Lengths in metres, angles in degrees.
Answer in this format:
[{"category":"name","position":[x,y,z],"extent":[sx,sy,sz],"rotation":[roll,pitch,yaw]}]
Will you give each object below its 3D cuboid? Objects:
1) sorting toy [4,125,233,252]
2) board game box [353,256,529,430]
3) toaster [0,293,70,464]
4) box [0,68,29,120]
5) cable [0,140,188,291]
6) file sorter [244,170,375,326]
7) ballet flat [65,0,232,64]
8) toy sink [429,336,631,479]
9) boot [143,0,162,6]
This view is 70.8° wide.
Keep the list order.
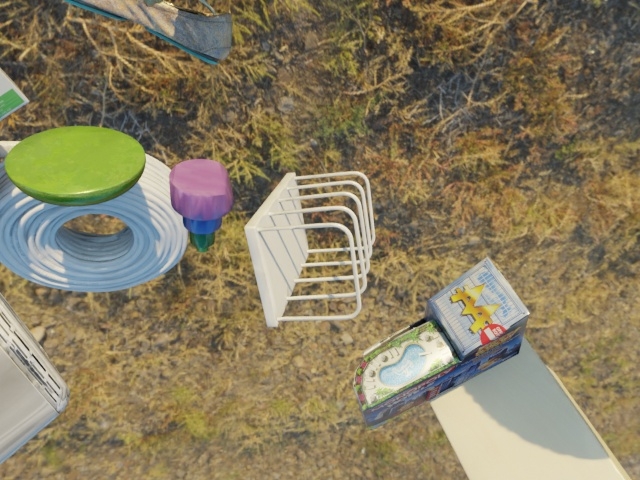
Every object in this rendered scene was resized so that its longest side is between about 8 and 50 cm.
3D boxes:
[{"category":"sorting toy","position":[-0.278,-0.047,0.491],"extent":[0.366,0.127,0.126],"rotation":[10,130,-3]},{"category":"board game box","position":[0.116,0.102,0.434],"extent":[0.194,0.060,0.194],"rotation":[-25,150,-6]},{"category":"toaster","position":[-0.345,0.121,0.410],"extent":[0.146,0.129,0.226],"rotation":[-37,131,-32]},{"category":"box","position":[-0.675,-0.303,0.906],"extent":[0.101,0.102,0.087],"rotation":[-42,152,-14]},{"category":"cable","position":[-0.313,-0.026,0.629],"extent":[0.257,0.089,0.257],"rotation":[-11,141,-10]},{"category":"file sorter","position":[0.000,0.000,0.840],"extent":[0.173,0.277,0.192],"rotation":[-3,115,14]},{"category":"ballet flat","position":[-0.295,-0.406,0.748],"extent":[0.316,0.107,0.106],"rotation":[16,119,-23]},{"category":"toy sink","position":[0.260,0.247,0.581],"extent":[0.153,0.234,0.131],"rotation":[-38,143,16]},{"category":"boot","position":[-0.202,-0.430,0.594],"extent":[0.165,0.213,0.077],"rotation":[-24,-175,-13]}]
